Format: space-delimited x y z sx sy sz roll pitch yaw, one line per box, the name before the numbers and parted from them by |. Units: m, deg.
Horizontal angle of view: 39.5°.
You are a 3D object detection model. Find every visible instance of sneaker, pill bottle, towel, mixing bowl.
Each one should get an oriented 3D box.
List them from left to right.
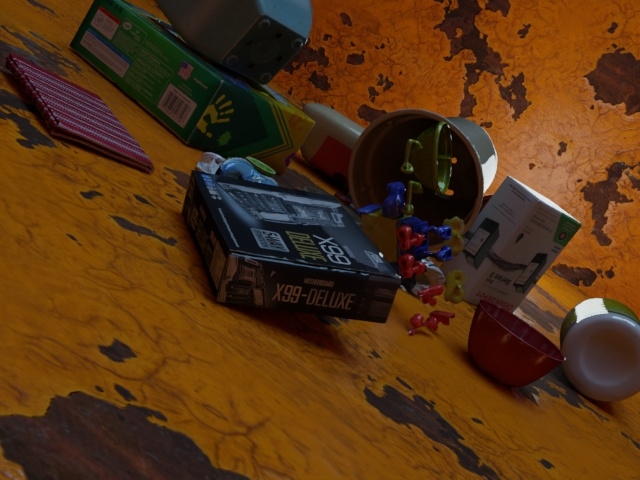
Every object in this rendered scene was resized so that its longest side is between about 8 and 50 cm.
towel | -0.405 -0.211 1.489 0.198 0.031 0.275 23 17 -45
sneaker | -0.128 -0.104 1.688 0.162 0.063 0.073 22 19 -40
sneaker | 0.136 0.017 1.803 0.235 0.094 0.153 26 12 -28
mixing bowl | 0.328 0.194 1.575 0.181 0.098 0.181 32 12 -7
pill bottle | 0.628 0.229 1.980 0.188 0.188 0.334 35 13 9

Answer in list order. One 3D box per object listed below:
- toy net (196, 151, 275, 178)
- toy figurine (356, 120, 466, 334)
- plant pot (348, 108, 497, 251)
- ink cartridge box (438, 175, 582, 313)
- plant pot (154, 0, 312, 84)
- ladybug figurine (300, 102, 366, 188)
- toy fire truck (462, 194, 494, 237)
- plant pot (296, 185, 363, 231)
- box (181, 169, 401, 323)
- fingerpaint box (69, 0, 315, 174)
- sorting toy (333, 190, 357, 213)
toy net | -0.185 -0.155 1.784 0.122 0.045 0.232 37 13 19
toy figurine | 0.116 -0.026 1.587 0.217 0.363 0.191 7 18 38
plant pot | 0.283 -0.172 2.169 0.333 0.334 0.305 36 29 15
ink cartridge box | 0.442 0.021 2.097 0.211 0.289 0.121 20 20 -44
plant pot | -0.162 -0.484 1.928 0.247 0.248 0.252 18 37 -49
ladybug figurine | 0.120 -0.211 2.462 0.449 0.162 0.305 32 5 1
toy fire truck | 0.412 -0.029 2.449 0.158 0.217 0.246 59 -6 -26
plant pot | -0.006 -0.019 1.551 0.237 0.110 0.237 31 11 -7
box | -0.054 0.004 1.273 0.242 0.077 0.307 9 20 -21
fingerpaint box | -0.287 -0.361 2.053 0.445 0.163 0.371 40 13 29
sorting toy | 0.129 -0.084 2.292 0.132 0.046 0.274 36 12 15
